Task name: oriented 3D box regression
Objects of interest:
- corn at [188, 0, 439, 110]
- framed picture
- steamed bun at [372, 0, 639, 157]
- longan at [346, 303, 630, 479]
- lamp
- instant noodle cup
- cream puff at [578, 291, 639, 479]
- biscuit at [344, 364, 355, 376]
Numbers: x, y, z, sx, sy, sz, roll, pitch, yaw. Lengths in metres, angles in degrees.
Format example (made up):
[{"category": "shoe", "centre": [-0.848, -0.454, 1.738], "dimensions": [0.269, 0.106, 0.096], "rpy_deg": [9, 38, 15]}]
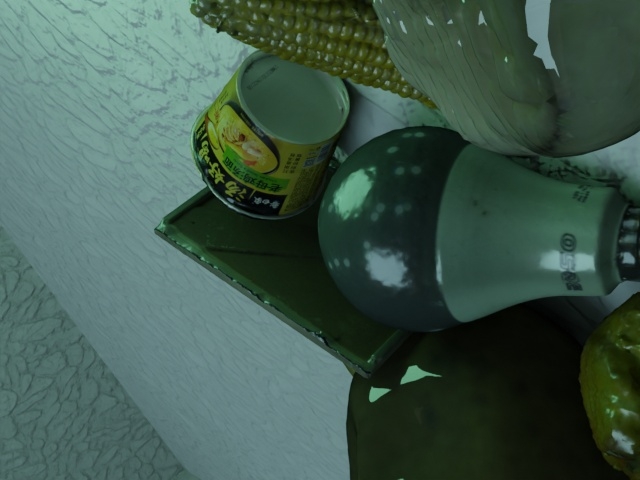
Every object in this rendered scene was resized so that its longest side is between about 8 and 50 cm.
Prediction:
[{"category": "corn", "centre": [0.049, -0.146, 0.674], "dimensions": [0.288, 0.087, 0.086], "rpy_deg": [13, 167, -23]}, {"category": "framed picture", "centre": [0.000, 0.000, 0.975], "dimensions": [0.281, 0.209, 0.019], "rpy_deg": [33, 144, 25]}, {"category": "steamed bun", "centre": [0.107, -0.208, 0.472], "dimensions": [0.310, 0.219, 0.324], "rpy_deg": [61, 180, -4]}, {"category": "longan", "centre": [0.158, 0.221, 0.933], "dimensions": [0.288, 0.350, 0.288], "rpy_deg": [3, 147, 2]}, {"category": "lamp", "centre": [0.138, -0.018, 0.806], "dimensions": [0.313, 0.182, 0.182], "rpy_deg": [-10, 125, 41]}, {"category": "instant noodle cup", "centre": [-0.042, -0.113, 0.951], "dimensions": [0.151, 0.151, 0.122], "rpy_deg": [43, 145, 1]}, {"category": "cream puff", "centre": [0.326, 0.141, 0.755], "dimensions": [0.244, 0.196, 0.244], "rpy_deg": [7, 146, 5]}, {"category": "biscuit", "centre": [0.008, 0.060, 1.139], "dimensions": [0.291, 0.062, 0.237], "rpy_deg": [50, 170, 47]}]
